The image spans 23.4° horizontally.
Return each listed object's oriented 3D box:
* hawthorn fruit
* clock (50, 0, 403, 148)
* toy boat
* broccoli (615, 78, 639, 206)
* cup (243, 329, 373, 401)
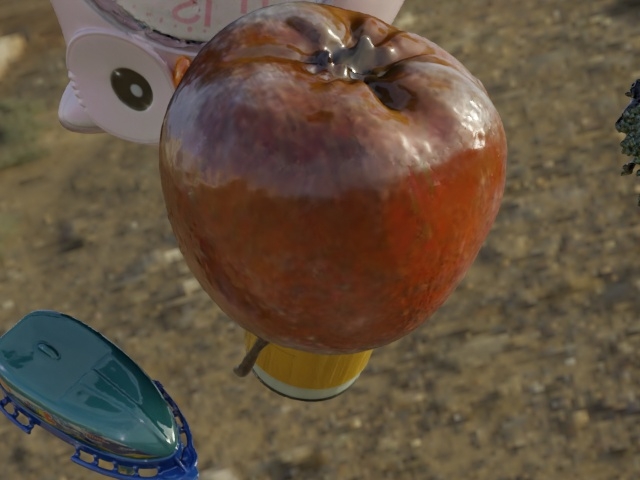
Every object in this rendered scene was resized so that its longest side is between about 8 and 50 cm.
[{"bbox_3d":[0.017,-0.031,1.039,0.231,0.263,0.235,-27,19,-7],"label":"hawthorn fruit"},{"bbox_3d":[-0.072,-0.256,1.250,0.368,0.377,0.250,10,22,7],"label":"clock"},{"bbox_3d":[-0.146,0.127,1.073,0.175,0.110,0.091,29,58,30],"label":"toy boat"},{"bbox_3d":[0.294,-0.068,1.243,0.118,0.122,0.204,-8,-12,6],"label":"broccoli"},{"bbox_3d":[0.006,0.031,1.576,0.196,0.280,0.196,6,46,-6],"label":"cup"}]
